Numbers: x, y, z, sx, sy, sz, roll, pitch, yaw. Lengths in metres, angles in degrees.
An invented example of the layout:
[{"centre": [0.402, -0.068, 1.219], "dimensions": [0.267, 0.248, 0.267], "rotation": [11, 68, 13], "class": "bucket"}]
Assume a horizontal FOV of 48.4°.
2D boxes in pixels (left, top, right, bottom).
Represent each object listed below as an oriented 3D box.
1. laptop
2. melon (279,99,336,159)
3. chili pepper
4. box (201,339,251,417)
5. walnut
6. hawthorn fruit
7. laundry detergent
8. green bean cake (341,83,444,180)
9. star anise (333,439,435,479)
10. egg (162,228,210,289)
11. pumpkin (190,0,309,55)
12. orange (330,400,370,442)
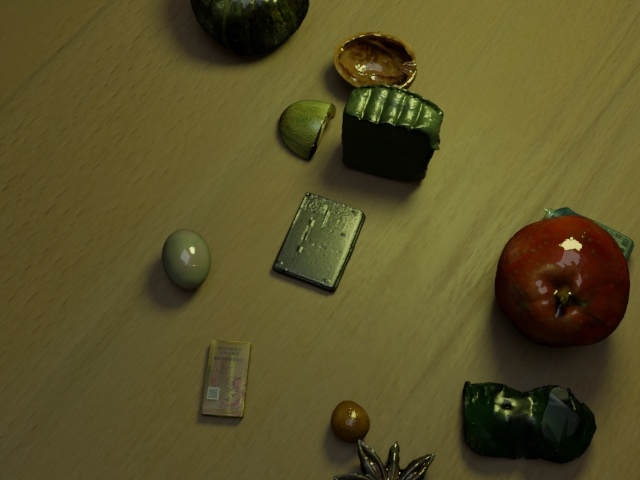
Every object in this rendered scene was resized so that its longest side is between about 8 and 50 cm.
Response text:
[{"centre": [0.000, 0.000, 1.591], "dimensions": [0.153, 0.026, 0.207], "rotation": [20, 68, 9], "class": "laptop"}, {"centre": [-0.038, -0.284, 1.685], "dimensions": [0.128, 0.079, 0.160], "rotation": [18, 68, 6], "class": "melon"}, {"centre": [0.411, 0.357, 1.386], "dimensions": [0.264, 0.116, 0.148], "rotation": [9, 70, 5], "class": "chili pepper"}, {"centre": [-0.193, 0.285, 1.469], "dimensions": [0.088, 0.022, 0.157], "rotation": [2, 67, 2], "class": "box"}, {"centre": [0.135, -0.421, 1.740], "dimensions": [0.211, 0.087, 0.167], "rotation": [21, 75, 11], "class": "walnut"}, {"centre": [0.481, 0.087, 1.420], "dimensions": [0.275, 0.299, 0.276], "rotation": [2, 98, 16], "class": "hawthorn fruit"}, {"centre": [0.582, -0.010, 1.575], "dimensions": [0.206, 0.061, 0.097], "rotation": [33, 73, 13], "class": "laundry detergent"}, {"centre": [0.160, -0.238, 1.585], "dimensions": [0.222, 0.227, 0.125], "rotation": [17, 70, 8], "class": "green bean cake"}, {"centre": [0.116, 0.490, 1.346], "dimensions": [0.262, 0.081, 0.230], "rotation": [-27, 76, -23], "class": "star anise"}, {"centre": [-0.288, 0.040, 1.532], "dimensions": [0.103, 0.103, 0.135], "rotation": [-13, 68, -5], "class": "egg"}, {"centre": [-0.174, -0.621, 1.771], "dimensions": [0.320, 0.192, 0.321], "rotation": [1, 65, -2], "class": "pumpkin"}, {"centre": [0.059, 0.359, 1.411], "dimensions": [0.084, 0.085, 0.085], "rotation": [0, 66, 0], "class": "orange"}]
